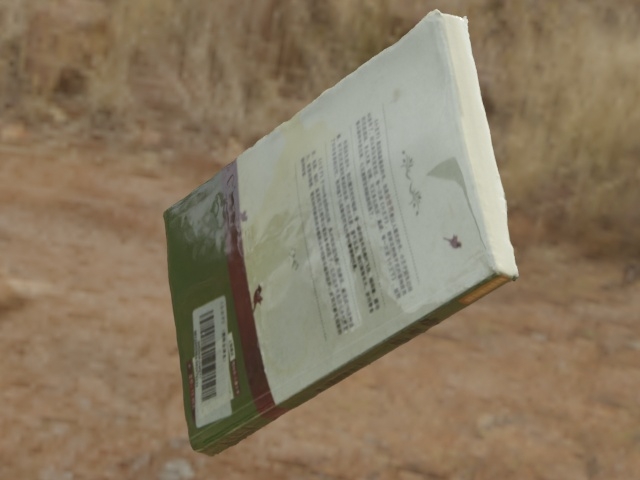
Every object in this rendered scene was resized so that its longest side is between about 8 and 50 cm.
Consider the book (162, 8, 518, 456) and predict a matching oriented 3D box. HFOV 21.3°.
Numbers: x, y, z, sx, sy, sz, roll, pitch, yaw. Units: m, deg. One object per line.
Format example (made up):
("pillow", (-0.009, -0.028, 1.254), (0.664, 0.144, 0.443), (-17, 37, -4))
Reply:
("book", (0.000, 0.000, 1.121), (0.026, 0.289, 0.201), (20, 50, -40))
